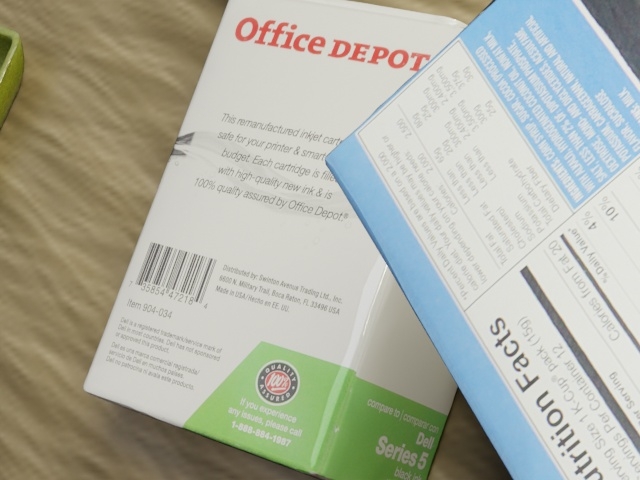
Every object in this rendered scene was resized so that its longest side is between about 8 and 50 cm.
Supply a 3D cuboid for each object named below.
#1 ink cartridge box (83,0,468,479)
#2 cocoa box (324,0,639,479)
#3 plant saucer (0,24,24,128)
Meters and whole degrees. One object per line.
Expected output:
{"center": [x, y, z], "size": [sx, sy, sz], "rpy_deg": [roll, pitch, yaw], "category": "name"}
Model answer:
{"center": [0.000, 0.000, 1.166], "size": [0.198, 0.114, 0.273], "rpy_deg": [15, 82, 39], "category": "ink cartridge box"}
{"center": [0.215, 0.022, 0.845], "size": [0.228, 0.347, 0.231], "rpy_deg": [-42, 53, 16], "category": "cocoa box"}
{"center": [-0.312, -0.087, 1.479], "size": [0.188, 0.045, 0.188], "rpy_deg": [21, 86, 40], "category": "plant saucer"}
